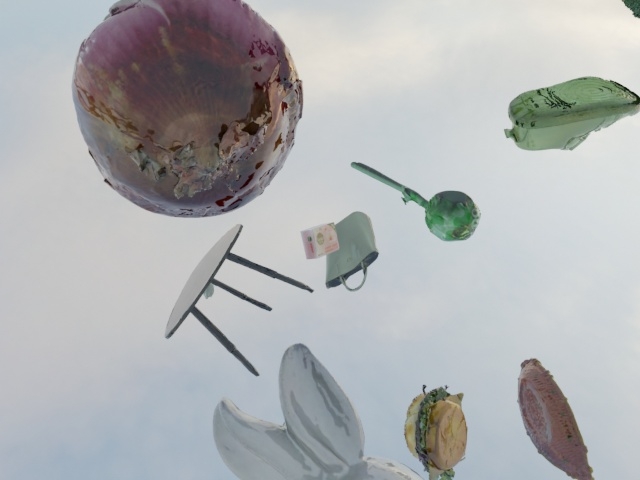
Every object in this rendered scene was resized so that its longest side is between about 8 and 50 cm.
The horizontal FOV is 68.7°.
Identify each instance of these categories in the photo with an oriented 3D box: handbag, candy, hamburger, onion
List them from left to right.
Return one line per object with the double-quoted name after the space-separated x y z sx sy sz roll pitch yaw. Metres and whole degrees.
-0.115 -0.113 0.445 0.230 0.230 0.163 -17 -145 -13 "onion"
0.102 0.049 1.666 0.241 0.109 0.315 -37 -151 28 "handbag"
0.172 -0.095 0.936 0.097 0.097 0.323 -31 -134 -25 "candy"
0.234 0.394 0.963 0.093 0.164 0.190 -9 -108 45 "hamburger"

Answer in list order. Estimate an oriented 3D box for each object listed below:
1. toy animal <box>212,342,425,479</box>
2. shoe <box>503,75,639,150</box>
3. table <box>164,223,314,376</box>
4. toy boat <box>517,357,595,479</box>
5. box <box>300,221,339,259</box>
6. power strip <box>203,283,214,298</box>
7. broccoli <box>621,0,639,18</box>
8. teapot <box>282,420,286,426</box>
0.020 0.183 0.323 0.221 0.104 0.131 42 -171 -5 "toy animal"
0.508 -0.265 0.967 0.262 0.128 0.140 -10 -122 -5 "shoe"
-0.188 0.142 1.180 0.249 0.317 0.317 35 -135 -18 "table"
0.551 0.420 1.142 0.099 0.141 0.318 20 -143 -24 "toy boat"
0.000 0.000 1.398 0.043 0.089 0.125 -7 -171 36 "box"
-0.401 0.173 1.697 0.035 0.083 0.055 13 -159 27 "power strip"
0.861 -0.643 1.168 0.195 0.195 0.156 -20 -90 -17 "broccoli"
0.013 0.544 1.211 0.149 0.318 0.220 -11 -158 46 "teapot"
